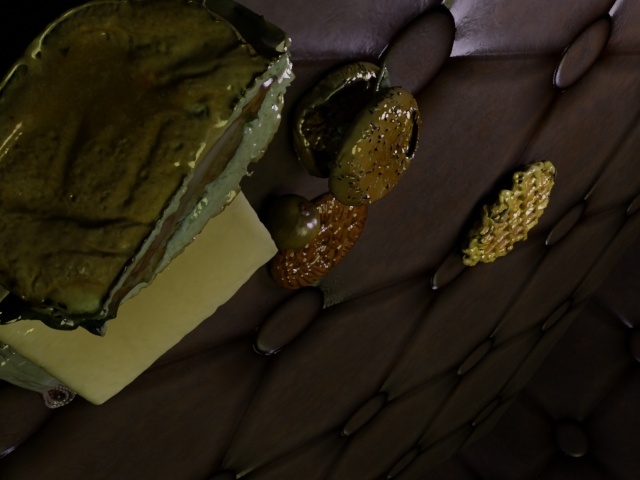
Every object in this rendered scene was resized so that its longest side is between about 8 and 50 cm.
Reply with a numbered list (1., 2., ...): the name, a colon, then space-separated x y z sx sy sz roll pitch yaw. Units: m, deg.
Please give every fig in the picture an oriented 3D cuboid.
1. fig: -0.042 -0.021 1.076 0.074 0.074 0.088 -20 162 -40

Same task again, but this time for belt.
1. belt: -0.336 0.130 0.889 0.071 0.053 0.232 -46 153 -8

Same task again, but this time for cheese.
1. cheese: -0.202 0.015 0.833 0.265 0.124 0.242 -40 143 -9

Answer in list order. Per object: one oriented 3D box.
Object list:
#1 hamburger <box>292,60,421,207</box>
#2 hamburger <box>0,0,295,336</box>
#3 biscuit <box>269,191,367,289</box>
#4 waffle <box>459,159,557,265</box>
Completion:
1. hamburger: 0.054 -0.135 1.005 0.177 0.113 0.185 -15 141 -43
2. hamburger: -0.177 -0.082 0.645 0.308 0.211 0.132 -54 175 2
3. biscuit: 0.001 0.001 1.209 0.188 0.027 0.187 -33 150 -22
4. waffle: 0.393 -0.054 1.651 0.262 0.060 0.280 -17 143 -48
